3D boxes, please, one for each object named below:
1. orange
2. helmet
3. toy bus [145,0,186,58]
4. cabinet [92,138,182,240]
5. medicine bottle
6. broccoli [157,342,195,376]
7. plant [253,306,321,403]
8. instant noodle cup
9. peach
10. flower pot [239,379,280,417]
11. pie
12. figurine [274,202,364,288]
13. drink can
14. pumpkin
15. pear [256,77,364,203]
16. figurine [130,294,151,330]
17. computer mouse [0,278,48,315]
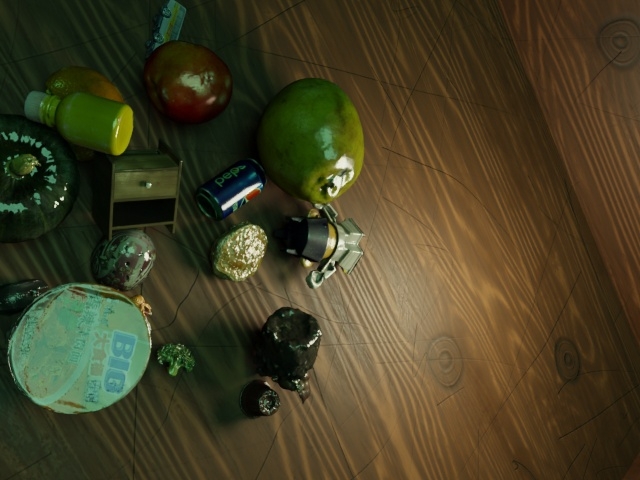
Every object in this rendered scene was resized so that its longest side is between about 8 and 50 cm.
[{"bbox_3d":[-0.578,-0.328,1.328,0.158,0.179,0.237,-16,88,9],"label":"orange"},{"bbox_3d":[-0.504,0.046,1.360,0.153,0.107,0.177,29,68,-29],"label":"helmet"},{"bbox_3d":[-0.451,-0.606,1.518,0.075,0.064,0.190,22,72,-41],"label":"toy bus"},{"bbox_3d":[-0.465,-0.129,1.318,0.175,0.148,0.215,-9,126,-37],"label":"cabinet"},{"bbox_3d":[-0.549,-0.278,1.185,0.212,0.122,0.122,15,74,-6],"label":"medicine bottle"},{"bbox_3d":[-0.390,0.323,1.409,0.095,0.097,0.092,16,66,3],"label":"broccoli"},{"bbox_3d":[-0.094,0.320,1.524,0.178,0.204,0.234,-45,151,-45],"label":"plant"},{"bbox_3d":[-0.570,0.246,1.224,0.296,0.214,0.296,5,80,-31],"label":"instant noodle cup"},{"bbox_3d":[-0.366,-0.443,1.462,0.243,0.199,0.243,6,78,-28],"label":"peach"},{"bbox_3d":[-0.169,0.466,1.517,0.111,0.089,0.111,5,81,-31],"label":"flower pot"},{"bbox_3d":[-0.240,0.037,1.545,0.193,0.079,0.163,-31,110,-32],"label":"pie"},{"bbox_3d":[0.001,-0.004,1.664,0.308,0.143,0.308,22,53,-33],"label":"figurine"},{"bbox_3d":[-0.260,-0.152,1.535,0.205,0.118,0.118,-42,105,-29],"label":"drink can"},{"bbox_3d":[-0.709,-0.143,1.198,0.300,0.207,0.300,7,80,-39],"label":"pumpkin"},{"bbox_3d":[-0.031,-0.296,1.568,0.352,0.352,0.413,21,39,-28],"label":"pear"},{"bbox_3d":[-0.476,0.197,1.394,0.064,0.047,0.109,-35,110,-60],"label":"figurine"},{"bbox_3d":[-0.719,0.134,1.247,0.135,0.047,0.079,-13,91,-35],"label":"computer mouse"}]
